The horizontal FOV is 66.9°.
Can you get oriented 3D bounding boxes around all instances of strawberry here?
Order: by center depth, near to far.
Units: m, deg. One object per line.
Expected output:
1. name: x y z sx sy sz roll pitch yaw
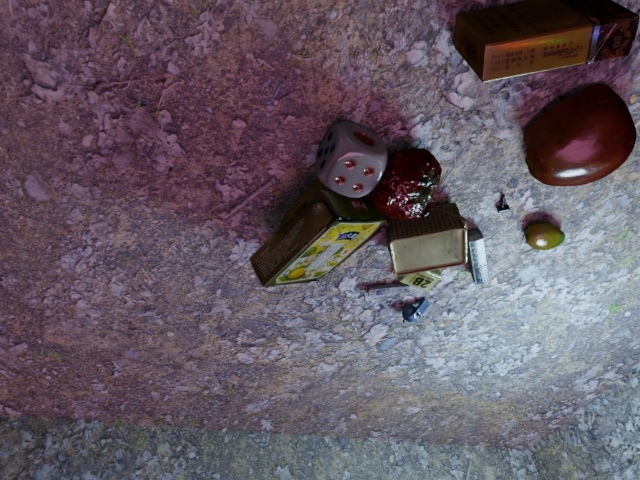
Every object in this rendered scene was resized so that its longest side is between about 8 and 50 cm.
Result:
1. strawberry: 0.283 -0.204 1.724 0.274 0.220 0.274 -23 126 -36

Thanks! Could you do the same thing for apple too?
1. apple: 0.921 -0.357 1.739 0.364 0.295 0.329 -22 94 10

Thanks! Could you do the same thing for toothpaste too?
1. toothpaste: 0.314 0.223 2.235 0.196 0.040 0.047 -6 129 -3

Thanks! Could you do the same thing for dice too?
1. dice: 0.103 -0.274 1.645 0.193 0.194 0.192 15 127 -23

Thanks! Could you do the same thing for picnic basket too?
1. picnic basket: 0.425 -0.009 1.952 0.312 0.175 0.228 -10 134 7

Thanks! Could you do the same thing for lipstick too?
1. lipstick: 0.687 0.072 2.126 0.077 0.076 0.290 -16 130 9

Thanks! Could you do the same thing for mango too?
1. mango: 0.966 -0.017 2.081 0.194 0.092 0.130 -1 131 -19

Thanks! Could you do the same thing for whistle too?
1. whistle: 0.448 0.340 2.347 0.158 0.090 0.090 -48 133 -17

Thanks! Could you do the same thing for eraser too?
1. eraser: 0.443 0.158 2.182 0.172 0.058 0.117 20 126 -24

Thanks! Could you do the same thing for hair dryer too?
1. hair dryer: 0.741 -0.152 1.966 0.047 0.026 0.083 -13 125 1

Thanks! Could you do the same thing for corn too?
1. corn: -0.052 -0.118 1.826 0.115 0.115 0.318 23 125 -26

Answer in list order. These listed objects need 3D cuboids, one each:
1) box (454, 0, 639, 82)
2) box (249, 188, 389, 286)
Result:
1. box: 0.625 -0.590 1.382 0.414 0.265 0.116 -10 131 1
2. box: 0.000 0.000 1.806 0.420 0.138 0.372 -43 156 27
